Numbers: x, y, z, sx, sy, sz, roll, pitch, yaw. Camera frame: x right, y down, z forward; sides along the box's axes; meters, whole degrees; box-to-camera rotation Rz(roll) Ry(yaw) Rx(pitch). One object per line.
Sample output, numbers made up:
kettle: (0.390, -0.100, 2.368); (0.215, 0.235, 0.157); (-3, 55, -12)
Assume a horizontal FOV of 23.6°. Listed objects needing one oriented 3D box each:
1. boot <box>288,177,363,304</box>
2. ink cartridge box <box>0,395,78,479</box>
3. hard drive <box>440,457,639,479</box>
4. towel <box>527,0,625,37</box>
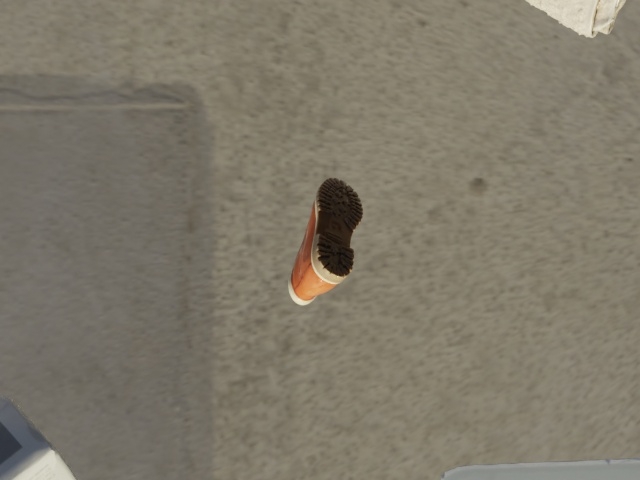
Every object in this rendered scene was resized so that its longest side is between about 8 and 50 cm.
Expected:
boot: (0.000, 0.000, 1.702); (0.059, 0.158, 0.084); (28, 134, -15)
ink cartridge box: (-0.328, 0.356, 1.411); (0.308, 0.385, 0.091); (-39, 56, -18)
hard drive: (0.216, 0.191, 0.983); (0.203, 0.307, 0.040); (-5, 69, 19)
towel: (0.201, -0.337, 1.503); (0.282, 0.049, 0.187); (36, 127, 30)
